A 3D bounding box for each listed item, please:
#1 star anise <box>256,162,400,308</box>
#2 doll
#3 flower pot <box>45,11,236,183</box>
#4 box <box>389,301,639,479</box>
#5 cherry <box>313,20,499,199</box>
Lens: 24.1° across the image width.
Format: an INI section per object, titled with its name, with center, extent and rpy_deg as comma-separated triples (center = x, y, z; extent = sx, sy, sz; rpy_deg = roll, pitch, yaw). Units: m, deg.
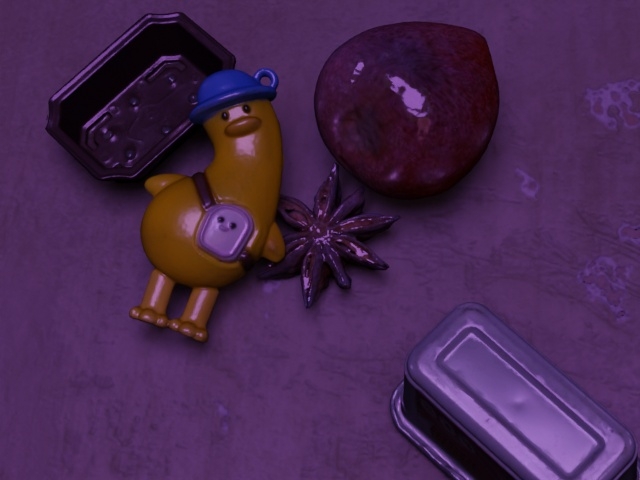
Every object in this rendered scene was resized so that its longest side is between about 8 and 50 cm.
[star anise]
center = 0.000, 0.000, 1.934
extent = 0.182, 0.065, 0.195
rpy_deg = -43, 67, -9
[doll]
center = -0.125, -0.052, 1.915
extent = 0.199, 0.145, 0.363
rpy_deg = 20, 82, -2
[flower pot]
center = -0.235, -0.180, 2.029
extent = 0.251, 0.084, 0.179
rpy_deg = -44, 69, -13
[box]
center = 0.229, 0.213, 1.743
extent = 0.175, 0.182, 0.312
rpy_deg = -43, 68, -13
[cherry]
center = 0.118, -0.171, 1.932
extent = 0.239, 0.206, 0.239
rpy_deg = 14, 32, -9
